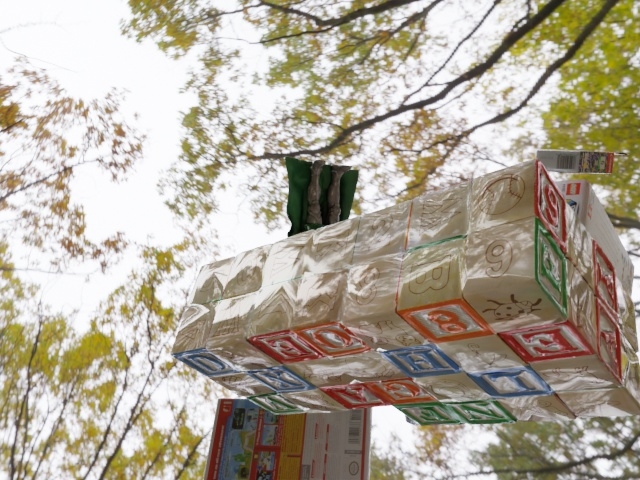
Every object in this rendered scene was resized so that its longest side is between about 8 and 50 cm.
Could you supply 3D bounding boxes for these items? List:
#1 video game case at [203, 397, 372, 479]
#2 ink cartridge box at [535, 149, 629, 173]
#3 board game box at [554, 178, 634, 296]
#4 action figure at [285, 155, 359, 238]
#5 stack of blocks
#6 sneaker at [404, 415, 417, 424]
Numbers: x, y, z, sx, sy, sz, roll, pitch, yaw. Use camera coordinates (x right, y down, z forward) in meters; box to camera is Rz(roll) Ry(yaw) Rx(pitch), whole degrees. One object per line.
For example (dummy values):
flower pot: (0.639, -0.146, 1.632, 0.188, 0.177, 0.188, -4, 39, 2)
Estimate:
video game case: (-0.057, 0.375, 1.110, 0.285, 0.204, 0.025, -1, -33, 11)
ink cartridge box: (0.334, -0.100, 0.822, 0.115, 0.063, 0.029, -3, -80, -37)
board game box: (0.395, 0.067, 0.942, 0.305, 0.053, 0.193, 37, -118, -47)
action figure: (0.000, 0.000, 0.958, 0.137, 0.063, 0.232, 5, -89, -32)
stack of blocks: (0.055, 0.066, 0.481, 0.171, 0.297, 0.087, 42, -133, -35)
sneaker: (0.195, 0.231, 1.204, 0.081, 0.232, 0.090, 21, -42, 2)
